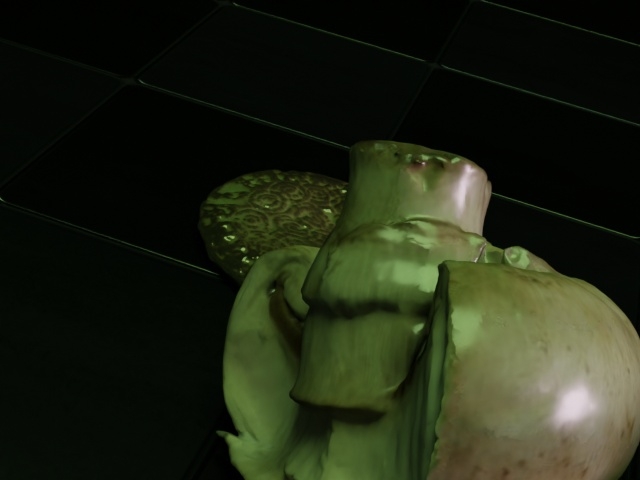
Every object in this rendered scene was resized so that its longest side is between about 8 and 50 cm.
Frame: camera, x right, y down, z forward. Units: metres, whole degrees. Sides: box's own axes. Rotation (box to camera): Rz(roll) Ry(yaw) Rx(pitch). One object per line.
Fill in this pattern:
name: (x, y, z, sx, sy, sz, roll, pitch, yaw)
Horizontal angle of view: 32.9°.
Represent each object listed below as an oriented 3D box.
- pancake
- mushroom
pancake: (0.000, -0.001, 0.841, 0.199, 0.021, 0.199, 9, 32, -6)
mushroom: (0.071, 0.058, 0.590, 0.188, 0.195, 0.253, 13, -5, -33)
